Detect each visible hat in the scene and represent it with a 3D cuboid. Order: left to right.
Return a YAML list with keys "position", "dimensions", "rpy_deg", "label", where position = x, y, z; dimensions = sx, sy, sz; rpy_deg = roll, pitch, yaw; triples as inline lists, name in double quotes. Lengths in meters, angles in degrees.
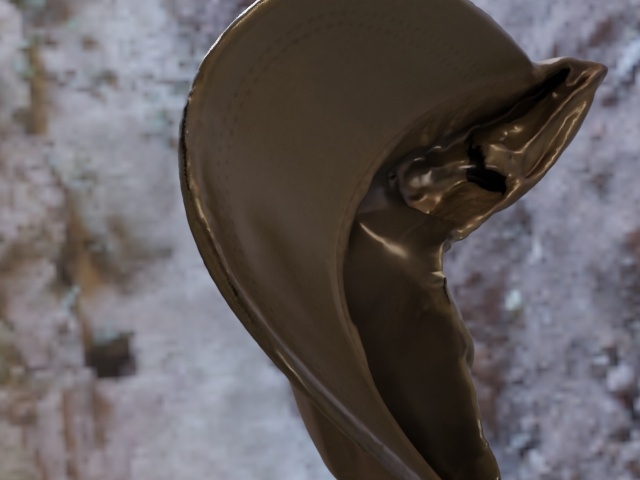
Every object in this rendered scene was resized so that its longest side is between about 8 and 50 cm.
- position: [0.000, 0.000, 0.577]
  dimensions: [0.144, 0.173, 0.166]
  rpy_deg: [-12, 61, 52]
  label: "hat"
